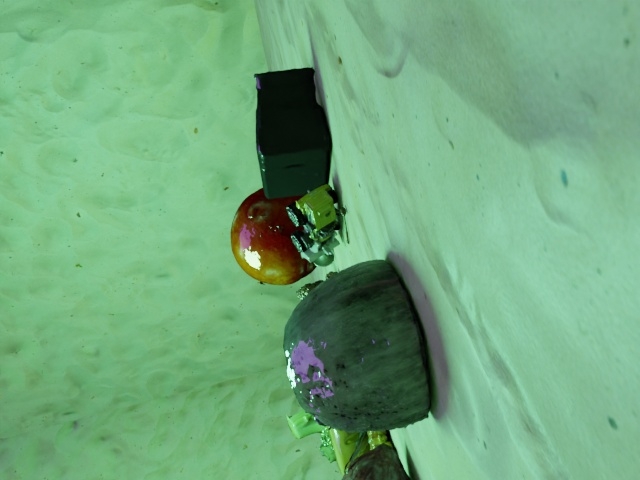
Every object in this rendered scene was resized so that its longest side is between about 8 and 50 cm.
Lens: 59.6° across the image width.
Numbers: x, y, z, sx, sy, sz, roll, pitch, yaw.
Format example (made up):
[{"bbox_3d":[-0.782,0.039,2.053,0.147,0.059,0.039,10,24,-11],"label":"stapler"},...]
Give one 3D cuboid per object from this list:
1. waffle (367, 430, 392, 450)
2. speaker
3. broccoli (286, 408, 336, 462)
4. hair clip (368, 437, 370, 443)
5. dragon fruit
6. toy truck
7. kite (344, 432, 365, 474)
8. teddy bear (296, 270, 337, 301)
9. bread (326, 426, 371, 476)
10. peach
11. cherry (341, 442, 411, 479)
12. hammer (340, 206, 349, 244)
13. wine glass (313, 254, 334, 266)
[{"bbox_3d":[0.163,0.552,1.596,0.249,0.056,0.253,99,159,-80],"label":"waffle"},{"bbox_3d":[-0.074,-0.254,1.436,0.388,0.180,0.184,98,165,-75],"label":"speaker"},{"bbox_3d":[0.044,0.683,2.218,0.339,0.317,0.277,38,158,0],"label":"broccoli"},{"bbox_3d":[0.152,0.531,1.777,0.066,0.036,0.229,94,170,-56],"label":"hair clip"},{"bbox_3d":[0.045,0.169,0.931,0.203,0.221,0.282,73,-177,-51],"label":"dragon fruit"},{"bbox_3d":[-0.005,-0.033,1.479,0.111,0.136,0.285,49,162,31],"label":"toy truck"},{"bbox_3d":[0.106,0.425,1.308,0.141,0.015,0.245,107,-175,-69],"label":"kite"},{"bbox_3d":[-0.021,0.202,1.845,0.223,0.246,0.296,36,-172,36],"label":"teddy bear"},{"bbox_3d":[0.108,0.644,1.879,0.333,0.160,0.332,165,90,-84],"label":"bread"},{"bbox_3d":[-0.142,-0.021,1.958,0.370,0.371,0.369,166,90,-85],"label":"peach"},{"bbox_3d":[0.135,0.624,1.291,0.230,0.203,0.300,95,175,-81],"label":"cherry"},{"bbox_3d":[0.062,-0.033,1.368,0.122,0.014,0.029,77,-175,-47],"label":"hammer"},{"bbox_3d":[0.000,0.000,1.793,0.195,0.079,0.079,83,172,-52],"label":"wine glass"}]
